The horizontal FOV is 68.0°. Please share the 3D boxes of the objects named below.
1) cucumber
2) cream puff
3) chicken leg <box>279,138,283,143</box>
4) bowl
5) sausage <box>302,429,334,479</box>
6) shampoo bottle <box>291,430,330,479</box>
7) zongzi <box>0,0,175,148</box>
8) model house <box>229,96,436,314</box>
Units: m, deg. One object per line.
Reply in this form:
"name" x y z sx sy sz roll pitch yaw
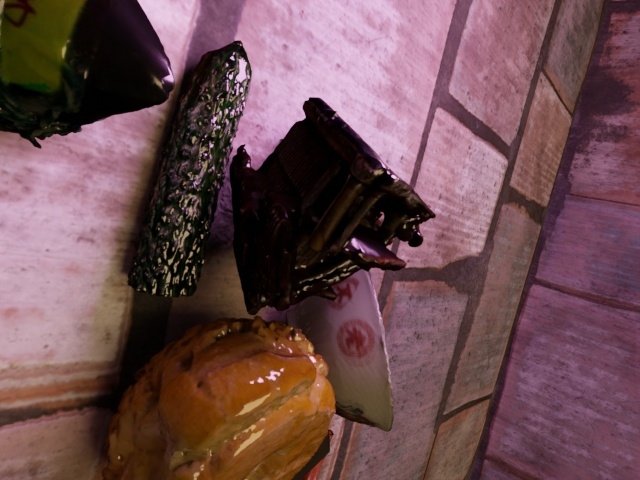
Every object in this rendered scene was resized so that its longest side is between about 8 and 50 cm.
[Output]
"cucumber" -0.167 -0.104 0.639 0.096 0.096 0.360 14 93 -52
"cream puff" -0.147 0.244 0.672 0.327 0.231 0.343 -31 145 -23
"chicken leg" -0.040 -0.116 0.812 0.085 0.101 0.208 13 114 -49
"bowl" 0.021 0.198 0.899 0.157 0.337 0.337 -9 118 -5
"sausage" -0.011 0.516 1.118 0.048 0.050 0.145 22 88 -47
"shampoo bottle" -0.085 0.467 0.980 0.246 0.080 0.079 -26 122 -43
"zongzi" -0.290 -0.259 0.339 0.383 0.319 0.362 8 100 -34
"model house" 0.000 0.000 0.667 0.282 0.317 0.297 -44 128 12
